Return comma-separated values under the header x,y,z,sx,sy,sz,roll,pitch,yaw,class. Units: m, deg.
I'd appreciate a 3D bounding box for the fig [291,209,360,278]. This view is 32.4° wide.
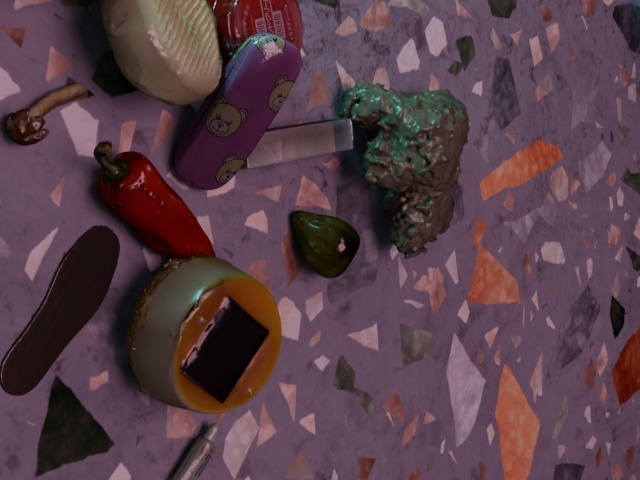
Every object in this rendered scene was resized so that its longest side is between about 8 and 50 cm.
x,y,z,sx,sy,sz,roll,pitch,yaw,class
0.000,0.000,2.238,0.156,0.123,0.123,32,61,-3,fig

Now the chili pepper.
x,y,z,sx,sy,sz,roll,pitch,yaw,class
-0.284,-0.054,1.895,0.387,0.110,0.110,49,56,-45,chili pepper

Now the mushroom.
x,y,z,sx,sy,sz,roll,pitch,yaw,class
-0.426,-0.210,1.757,0.187,0.061,0.060,-46,119,-43,mushroom

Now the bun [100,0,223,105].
x,y,z,sx,sy,sz,roll,pitch,yaw,class
-0.279,-0.352,1.832,0.287,0.146,0.287,53,25,-39,bun

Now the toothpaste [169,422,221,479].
x,y,z,sx,sy,sz,roll,pitch,yaw,class
-0.252,0.442,1.999,0.255,0.037,0.067,-59,138,-25,toothpaste

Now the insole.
x,y,z,sx,sy,sz,roll,pitch,yaw,class
-0.422,0.114,1.811,0.111,0.007,0.327,52,55,-36,insole

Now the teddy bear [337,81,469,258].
x,y,z,sx,sy,sz,roll,pitch,yaw,class
0.196,-0.151,2.408,0.357,0.224,0.367,-7,112,-51,teddy bear

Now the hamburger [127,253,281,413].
x,y,z,sx,sy,sz,roll,pitch,yaw,class
-0.206,0.167,1.928,0.294,0.179,0.276,44,69,-41,hamburger

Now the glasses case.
x,y,z,sx,sy,sz,roll,pitch,yaw,class
-0.149,-0.226,1.959,0.123,0.076,0.316,18,114,-41,glasses case

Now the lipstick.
x,y,z,sx,sy,sz,roll,pitch,yaw,class
-0.058,-0.192,2.174,0.317,0.066,0.068,-16,105,-48,lipstick

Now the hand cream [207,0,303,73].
x,y,z,sx,sy,sz,roll,pitch,yaw,class
-0.136,-0.391,2.032,0.193,0.125,0.193,-1,91,-49,hand cream
